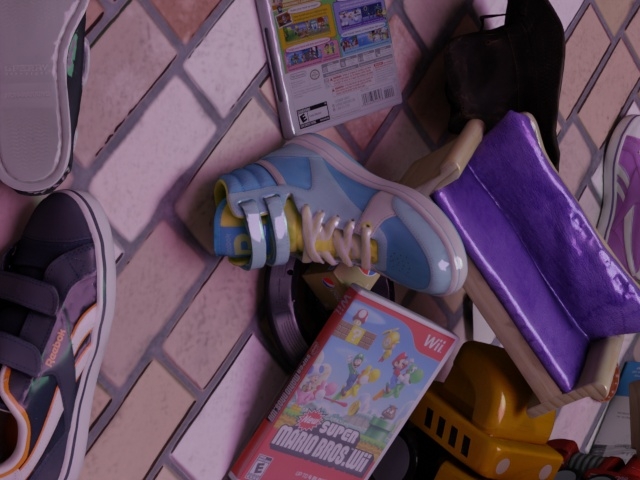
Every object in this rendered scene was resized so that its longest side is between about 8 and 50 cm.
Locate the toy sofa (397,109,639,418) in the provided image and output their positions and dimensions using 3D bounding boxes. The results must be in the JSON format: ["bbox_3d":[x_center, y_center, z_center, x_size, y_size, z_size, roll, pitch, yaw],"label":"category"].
[{"bbox_3d":[0.259,0.027,1.603,0.362,0.177,0.150,55,32,-11],"label":"toy sofa"}]

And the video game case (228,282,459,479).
[{"bbox_3d":[0.034,0.207,1.595,0.204,0.025,0.285,27,98,-42],"label":"video game case"}]

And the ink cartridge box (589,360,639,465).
[{"bbox_3d":[0.566,0.366,2.064,0.129,0.223,0.307,46,61,-36],"label":"ink cartridge box"}]

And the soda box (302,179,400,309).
[{"bbox_3d":[0.055,0.005,1.609,0.061,0.058,0.181,55,51,-24],"label":"soda box"}]

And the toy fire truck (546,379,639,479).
[{"bbox_3d":[0.416,0.333,1.921,0.246,0.217,0.158,-37,116,-38],"label":"toy fire truck"}]

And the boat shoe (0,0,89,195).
[{"bbox_3d":[-0.293,-0.197,1.298,0.114,0.091,0.302,8,87,-9],"label":"boat shoe"}]

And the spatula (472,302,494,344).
[{"bbox_3d":[0.275,0.031,1.908,0.168,0.019,0.241,-4,95,-43],"label":"spatula"}]

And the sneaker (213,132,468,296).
[{"bbox_3d":[0.000,0.000,1.461,0.208,0.319,0.127,-24,130,-33],"label":"sneaker"}]

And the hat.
[{"bbox_3d":[0.232,-0.210,1.734,0.134,0.331,0.331,-3,95,-5],"label":"hat"}]

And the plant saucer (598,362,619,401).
[{"bbox_3d":[0.468,0.226,2.109,0.083,0.013,0.083,-3,94,-45],"label":"plant saucer"}]

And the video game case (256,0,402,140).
[{"bbox_3d":[0.015,-0.248,1.639,0.212,0.023,0.193,-23,108,-41],"label":"video game case"}]

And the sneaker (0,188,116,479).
[{"bbox_3d":[-0.294,0.103,1.281,0.127,0.126,0.321,7,88,-50],"label":"sneaker"}]

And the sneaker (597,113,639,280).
[{"bbox_3d":[0.548,-0.071,2.073,0.102,0.161,0.282,15,80,-42],"label":"sneaker"}]

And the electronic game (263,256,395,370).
[{"bbox_3d":[0.016,0.072,1.635,0.229,0.048,0.229,9,78,-44],"label":"electronic game"}]

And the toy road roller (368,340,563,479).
[{"bbox_3d":[0.239,0.281,1.675,0.203,0.329,0.240,16,103,-43],"label":"toy road roller"}]
